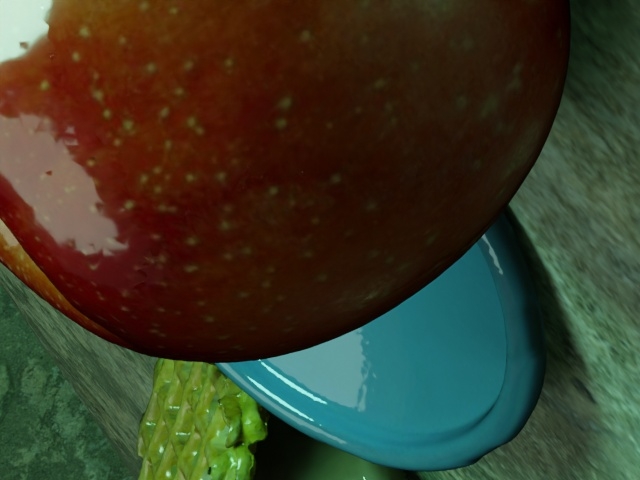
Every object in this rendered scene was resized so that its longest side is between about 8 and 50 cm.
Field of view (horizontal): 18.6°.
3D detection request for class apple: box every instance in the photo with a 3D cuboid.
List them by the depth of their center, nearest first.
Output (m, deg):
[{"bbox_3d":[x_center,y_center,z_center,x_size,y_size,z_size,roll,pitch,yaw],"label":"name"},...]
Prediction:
[{"bbox_3d":[-0.039,-0.075,0.705,0.260,0.216,0.260,45,167,13],"label":"apple"}]

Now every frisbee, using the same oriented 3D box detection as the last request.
[{"bbox_3d":[0.003,-0.004,1.020,0.289,0.049,0.289,28,141,26],"label":"frisbee"}]

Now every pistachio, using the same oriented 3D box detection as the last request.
[{"bbox_3d":[-0.006,0.189,1.485,0.137,0.153,0.238,13,-170,-28],"label":"pistachio"}]

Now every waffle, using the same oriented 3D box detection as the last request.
[{"bbox_3d":[-0.079,0.131,1.419,0.058,0.243,0.238,14,152,-17],"label":"waffle"}]

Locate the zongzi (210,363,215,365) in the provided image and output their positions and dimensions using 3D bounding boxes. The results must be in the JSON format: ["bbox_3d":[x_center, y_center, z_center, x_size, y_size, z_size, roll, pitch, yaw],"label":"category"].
[{"bbox_3d":[-0.093,-0.023,1.217,0.242,0.112,0.221,53,160,-12],"label":"zongzi"}]
